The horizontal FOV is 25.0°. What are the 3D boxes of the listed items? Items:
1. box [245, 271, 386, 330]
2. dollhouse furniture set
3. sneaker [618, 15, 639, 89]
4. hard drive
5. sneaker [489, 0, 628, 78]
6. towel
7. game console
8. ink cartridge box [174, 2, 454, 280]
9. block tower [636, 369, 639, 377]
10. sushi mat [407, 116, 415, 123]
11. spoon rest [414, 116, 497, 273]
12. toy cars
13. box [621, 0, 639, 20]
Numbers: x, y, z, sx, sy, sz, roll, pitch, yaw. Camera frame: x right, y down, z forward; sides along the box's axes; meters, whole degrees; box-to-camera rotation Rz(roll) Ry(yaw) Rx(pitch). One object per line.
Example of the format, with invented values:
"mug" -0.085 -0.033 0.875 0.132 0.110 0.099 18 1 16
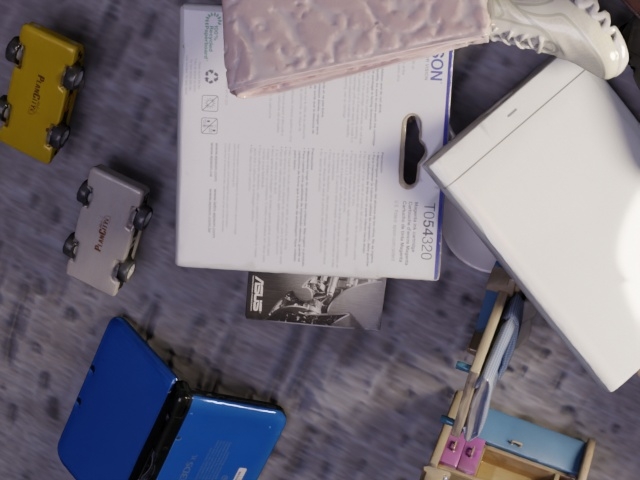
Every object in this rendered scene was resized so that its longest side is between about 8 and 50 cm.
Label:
"box" 0.000 0.000 1.873 0.183 0.056 0.231 6 116 0
"dollhouse furniture set" 0.250 0.229 1.779 0.198 0.286 0.303 18 134 9
"sneaker" 0.404 -0.203 1.653 0.130 0.109 0.286 5 106 23
"hard drive" 0.320 -0.027 1.719 0.233 0.047 0.353 -40 99 -6
"sneaker" 0.215 -0.263 1.643 0.292 0.110 0.118 37 78 10
"towel" 0.030 -0.346 1.633 0.317 0.053 0.332 -9 76 19
"game console" -0.224 0.286 2.121 0.250 0.173 0.293 13 123 -23
"ink cartridge box" -0.010 -0.120 1.753 0.330 0.071 0.324 4 103 2
"block tower" 0.518 0.245 1.821 0.097 0.091 0.335 -31 101 28
"sushi mat" 0.007 -0.277 1.767 0.151 0.019 0.316 -13 110 9
"spoon rest" 0.185 -0.078 1.784 0.137 0.084 0.276 -23 104 26
"toy cars" -0.320 -0.114 1.936 0.176 0.087 0.394 -11 113 28
"box" 0.299 -0.385 1.493 0.381 0.191 0.143 47 118 10
